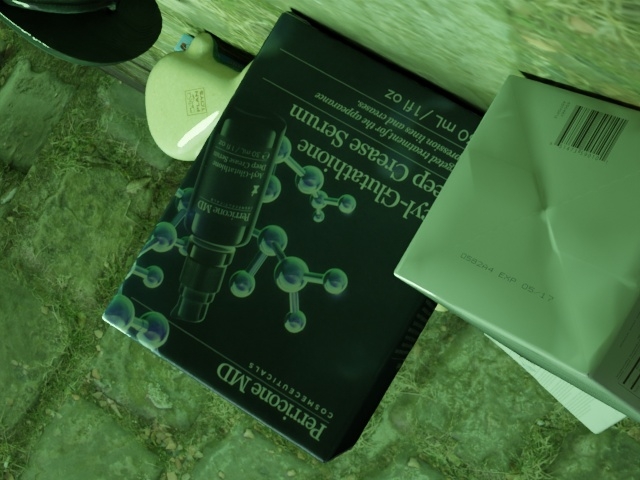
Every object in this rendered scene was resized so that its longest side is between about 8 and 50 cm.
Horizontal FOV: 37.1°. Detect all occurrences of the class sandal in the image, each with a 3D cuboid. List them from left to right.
[{"bbox_3d":[-0.380,-0.366,1.205,0.445,0.168,0.107,31,161,-36],"label":"sandal"}]

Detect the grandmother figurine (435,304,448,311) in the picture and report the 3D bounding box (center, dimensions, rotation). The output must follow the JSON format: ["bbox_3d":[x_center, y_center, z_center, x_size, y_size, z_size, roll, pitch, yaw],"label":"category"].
[{"bbox_3d":[0.195,-0.008,1.669,0.104,0.208,0.342,-11,153,4],"label":"grandmother figurine"}]

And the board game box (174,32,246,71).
[{"bbox_3d":[-0.136,-0.274,1.658,0.211,0.039,0.160,29,178,13],"label":"board game box"}]

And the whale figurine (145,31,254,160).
[{"bbox_3d":[-0.155,-0.219,1.506,0.272,0.216,0.141,-4,-176,42],"label":"whale figurine"}]

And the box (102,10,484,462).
[{"bbox_3d":[0.000,0.000,1.086,0.293,0.395,0.212,30,179,12],"label":"box"}]

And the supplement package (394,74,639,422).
[{"bbox_3d":[0.244,0.025,0.810,0.199,0.198,0.262,29,178,44],"label":"supplement package"}]

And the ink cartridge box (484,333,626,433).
[{"bbox_3d":[0.364,0.171,1.417,0.239,0.060,0.275,44,169,15],"label":"ink cartridge box"}]
